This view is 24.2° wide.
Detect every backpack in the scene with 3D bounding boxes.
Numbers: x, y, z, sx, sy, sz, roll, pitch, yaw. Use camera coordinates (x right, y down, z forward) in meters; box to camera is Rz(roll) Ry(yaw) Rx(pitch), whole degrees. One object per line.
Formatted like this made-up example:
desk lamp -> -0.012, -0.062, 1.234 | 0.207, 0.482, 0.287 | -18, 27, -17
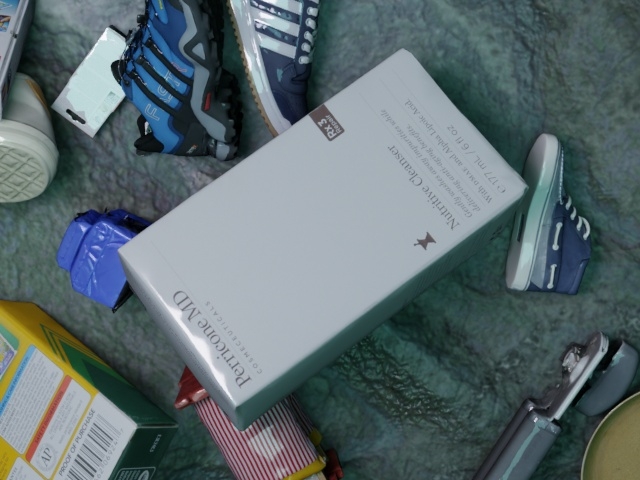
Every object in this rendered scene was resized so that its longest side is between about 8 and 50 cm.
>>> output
backpack -> -0.237, 0.009, 1.699 | 0.101, 0.120, 0.098 | 33, 103, 2

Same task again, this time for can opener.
can opener -> 0.276, 0.234, 1.778 | 0.095, 0.076, 0.283 | 30, 102, -6

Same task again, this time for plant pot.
plant pot -> 0.430, 0.280, 1.812 | 0.236, 0.032, 0.236 | 0, 103, -1

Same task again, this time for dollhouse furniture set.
dollhouse furniture set -> -0.175, 0.283, 1.744 | 0.374, 0.152, 0.201 | -30, 101, 6

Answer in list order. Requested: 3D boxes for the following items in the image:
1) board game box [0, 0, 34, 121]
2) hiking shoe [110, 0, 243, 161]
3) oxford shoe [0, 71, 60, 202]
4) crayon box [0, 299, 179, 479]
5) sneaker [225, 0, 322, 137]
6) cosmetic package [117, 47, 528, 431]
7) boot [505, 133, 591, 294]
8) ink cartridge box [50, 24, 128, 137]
board game box -> -0.476, -0.221, 1.609 | 0.305, 0.193, 0.053 | 6, 134, -2
hiking shoe -> -0.167, -0.202, 1.608 | 0.132, 0.113, 0.304 | -4, 131, 5
oxford shoe -> -0.504, -0.131, 1.666 | 0.449, 0.130, 0.169 | 4, 145, 4
crayon box -> -0.330, 0.207, 1.704 | 0.323, 0.083, 0.203 | 35, 103, 30
sneaker -> -0.020, -0.252, 1.653 | 0.153, 0.099, 0.282 | -16, 100, 5
cosmetic package -> 0.000, 0.000, 1.596 | 0.385, 0.156, 0.217 | -38, 78, -14
boot -> 0.274, -0.029, 1.729 | 0.086, 0.069, 0.190 | 7, 111, -9
ink cartridge box -> -0.248, -0.181, 1.702 | 0.063, 0.029, 0.115 | 37, 101, -9
